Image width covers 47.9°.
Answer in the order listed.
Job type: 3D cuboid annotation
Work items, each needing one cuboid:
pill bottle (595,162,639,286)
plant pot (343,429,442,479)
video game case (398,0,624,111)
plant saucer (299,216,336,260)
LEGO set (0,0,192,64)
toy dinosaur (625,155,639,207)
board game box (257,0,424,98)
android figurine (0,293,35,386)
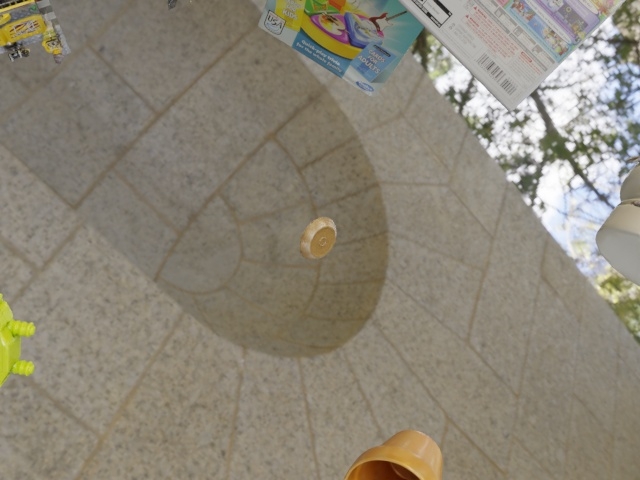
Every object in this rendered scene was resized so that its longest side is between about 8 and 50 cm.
[{"bbox_3d":[0.604,-0.095,1.116,0.361,0.204,0.204,-50,-160,-10],"label":"pill bottle"},{"bbox_3d":[0.174,0.503,1.523,0.205,0.205,0.188,-33,180,29],"label":"plant pot"},{"bbox_3d":[0.240,-0.308,0.918,0.193,0.212,0.023,-45,180,14],"label":"video game case"},{"bbox_3d":[0.000,0.000,1.267,0.083,0.083,0.015,-48,-132,-11],"label":"plant saucer"},{"bbox_3d":[-0.234,-0.272,0.619,0.331,0.192,0.255,-22,169,-21],"label":"LEGO set"},{"bbox_3d":[0.315,-0.068,0.662,0.047,0.090,0.082,25,-87,61],"label":"toy dinosaur"},{"bbox_3d":[0.059,-0.415,1.191,0.079,0.253,0.336,-62,-174,-28],"label":"board game box"},{"bbox_3d":[-0.516,0.125,0.951,0.056,0.272,0.248,-89,-173,-67],"label":"android figurine"}]
